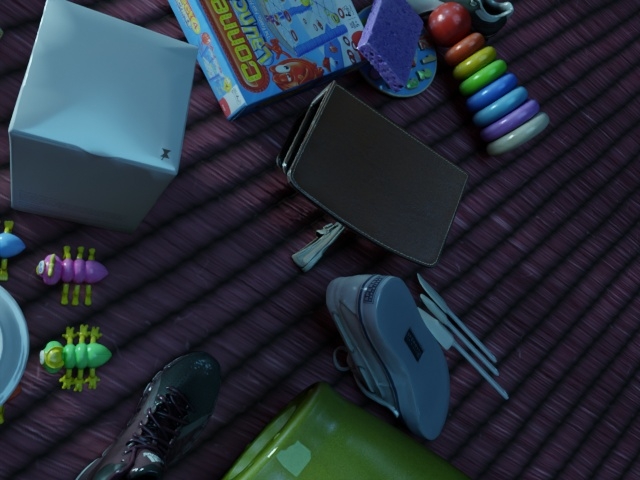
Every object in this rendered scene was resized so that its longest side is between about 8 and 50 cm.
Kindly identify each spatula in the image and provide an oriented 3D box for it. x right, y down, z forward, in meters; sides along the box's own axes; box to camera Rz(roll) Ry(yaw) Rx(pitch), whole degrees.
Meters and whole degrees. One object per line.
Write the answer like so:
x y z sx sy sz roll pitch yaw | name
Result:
0.255 0.180 1.080 0.242 0.019 0.168 46 18 -13 | spatula

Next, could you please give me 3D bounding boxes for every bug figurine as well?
-0.394 0.098 0.787 0.216 0.072 0.278 1 76 -27 | bug figurine

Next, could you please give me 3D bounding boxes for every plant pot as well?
0.044 0.395 0.803 0.353 0.366 0.366 45 61 2 | plant pot

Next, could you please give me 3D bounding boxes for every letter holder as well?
0.075 -0.086 1.032 0.302 0.152 0.214 30 67 -17 | letter holder

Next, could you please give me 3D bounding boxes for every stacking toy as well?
0.333 -0.345 1.235 0.141 0.141 0.330 -36 94 -30 | stacking toy

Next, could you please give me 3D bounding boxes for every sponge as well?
0.137 -0.393 1.129 0.117 0.031 0.210 39 51 -28 | sponge

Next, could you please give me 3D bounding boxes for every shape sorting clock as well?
0.152 -0.391 1.211 0.206 0.040 0.206 7 74 -26 | shape sorting clock

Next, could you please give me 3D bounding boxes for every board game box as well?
-0.093 -0.410 1.047 0.302 0.086 0.308 -31 98 -30 | board game box

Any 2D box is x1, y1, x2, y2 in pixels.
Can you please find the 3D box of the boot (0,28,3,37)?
-0.522 -0.368 0.827 0.203 0.095 0.262 41 64 -12 | boot

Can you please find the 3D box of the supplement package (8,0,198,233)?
-0.292 -0.139 0.773 0.178 0.293 0.175 14 71 -24 | supplement package

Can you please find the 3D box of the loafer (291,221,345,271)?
0.000 0.000 1.032 0.039 0.045 0.125 43 65 -4 | loafer

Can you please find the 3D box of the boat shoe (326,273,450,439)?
0.098 0.196 0.985 0.135 0.157 0.367 -57 134 -31 | boat shoe

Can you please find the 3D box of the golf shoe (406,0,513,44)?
0.284 -0.522 1.269 0.273 0.120 0.105 15 72 -22 | golf shoe

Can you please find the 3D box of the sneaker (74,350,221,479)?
-0.210 0.268 0.785 0.106 0.162 0.281 42 63 -12 | sneaker

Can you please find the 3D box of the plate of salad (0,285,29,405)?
-0.450 0.128 0.687 0.200 0.048 0.199 9 70 -27 | plate of salad
